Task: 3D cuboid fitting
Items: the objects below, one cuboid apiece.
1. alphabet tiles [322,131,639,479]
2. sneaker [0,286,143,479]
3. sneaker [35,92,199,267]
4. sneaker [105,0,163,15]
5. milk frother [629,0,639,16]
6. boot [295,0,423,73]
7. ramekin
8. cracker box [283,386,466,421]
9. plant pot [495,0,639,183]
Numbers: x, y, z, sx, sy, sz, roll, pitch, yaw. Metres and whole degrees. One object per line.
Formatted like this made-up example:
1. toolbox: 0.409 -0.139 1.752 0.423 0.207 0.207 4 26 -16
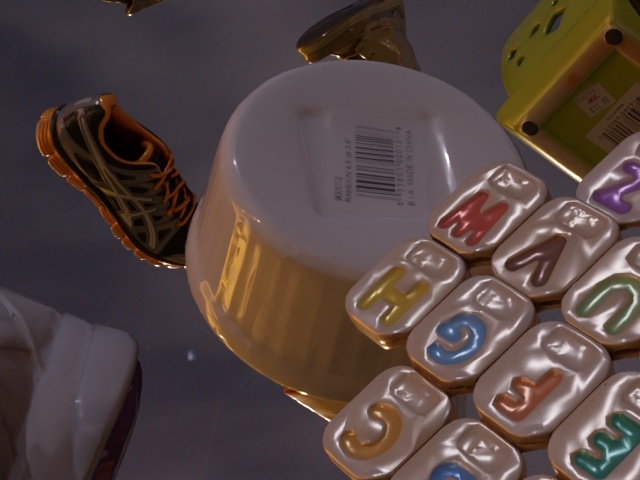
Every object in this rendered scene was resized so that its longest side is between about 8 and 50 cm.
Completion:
1. alphabet tiles: 0.142 0.053 0.688 0.278 0.284 0.021 -42 -46 -12
2. sneaker: -0.145 0.082 0.383 0.152 0.305 0.114 28 -79 -8
3. sneaker: -0.163 -0.052 1.197 0.083 0.084 0.215 -25 -54 36
4. sneaker: -0.255 -0.366 1.506 0.132 0.228 0.086 -35 8 -23
5. milk frother: 0.232 -0.182 0.699 0.135 0.129 0.143 42 -94 -27
6. boot: 0.064 -0.223 1.671 0.077 0.213 0.165 -8 -70 39
7. ramekin: 0.035 -0.019 1.039 0.277 0.277 0.135 2 -40 -12
8. cracker box: 0.062 0.115 1.266 0.067 0.155 0.232 -15 -35 33
9. plant pot: 0.329 -0.171 1.361 0.227 0.207 0.228 35 -52 -7
